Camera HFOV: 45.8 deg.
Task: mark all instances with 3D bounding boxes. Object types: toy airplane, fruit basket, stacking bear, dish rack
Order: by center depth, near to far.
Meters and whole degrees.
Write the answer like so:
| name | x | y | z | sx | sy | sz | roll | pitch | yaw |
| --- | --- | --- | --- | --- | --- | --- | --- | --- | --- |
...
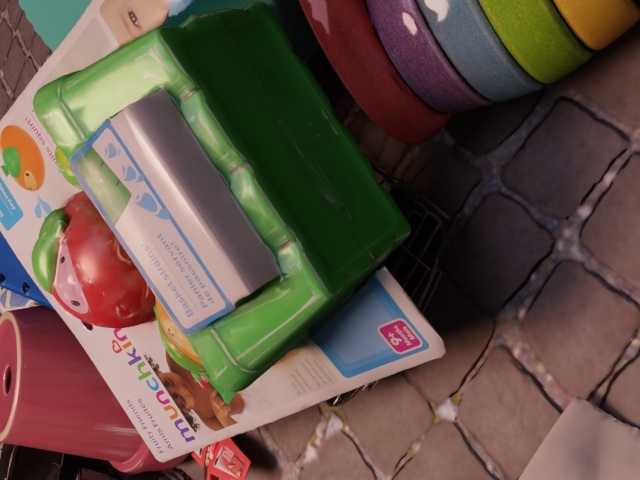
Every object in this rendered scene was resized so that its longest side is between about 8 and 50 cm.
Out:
| name | x | y | z | sx | sy | sz | roll | pitch | yaw |
| --- | --- | --- | --- | --- | --- | --- | --- | --- | --- |
| stacking bear | 0.149 | -0.192 | 0.486 | 0.289 | 0.175 | 0.164 | -25 | 78 | 32 |
| fruit basket | -0.128 | 0.008 | 0.565 | 0.353 | 0.165 | 0.327 | -30 | 94 | 36 |
| dish rack | 0.000 | 0.000 | 0.666 | 0.271 | 0.074 | 0.208 | 44 | 116 | 39 |
| toy airplane | -0.100 | 0.188 | 0.766 | 0.151 | 0.028 | 0.151 | -17 | 69 | 52 |

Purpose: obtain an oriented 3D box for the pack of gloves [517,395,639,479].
| name | x | y | z | sx | sy | sz | roll | pitch | yaw |
| --- | --- | --- | --- | --- | --- | --- | --- | --- | --- |
| pack of gloves | 0.155 | 0.186 | 0.380 | 0.195 | 0.232 | 0.046 | 26 | 143 | 39 |

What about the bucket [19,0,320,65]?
| name | x | y | z | sx | sy | sz | roll | pitch | yaw |
| --- | --- | --- | --- | --- | --- | --- | --- | --- | --- |
| bucket | -0.104 | -0.233 | 0.626 | 0.281 | 0.281 | 0.183 | -14 | 42 | 44 |

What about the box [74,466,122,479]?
| name | x | y | z | sx | sy | sz | roll | pitch | yaw |
| --- | --- | --- | --- | --- | --- | --- | --- | --- | --- |
| box | -0.258 | 0.358 | 0.790 | 0.183 | 0.056 | 0.231 | -70 | 16 | -7 |

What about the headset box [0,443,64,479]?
| name | x | y | z | sx | sy | sz | roll | pitch | yaw |
| --- | --- | --- | --- | --- | --- | --- | --- | --- | --- |
| headset box | -0.398 | 0.253 | 0.953 | 0.293 | 0.110 | 0.218 | 20 | 98 | 63 |

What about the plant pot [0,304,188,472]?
| name | x | y | z | sx | sy | sz | roll | pitch | yaw |
| --- | --- | --- | --- | --- | --- | --- | --- | --- | --- |
| plant pot | -0.241 | 0.141 | 0.792 | 0.201 | 0.180 | 0.201 | -15 | 71 | 52 |

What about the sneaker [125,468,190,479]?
| name | x | y | z | sx | sy | sz | roll | pitch | yaw |
| --- | --- | --- | --- | --- | --- | --- | --- | --- | --- |
| sneaker | -0.154 | 0.307 | 0.776 | 0.178 | 0.072 | 0.077 | 33 | 118 | 50 |

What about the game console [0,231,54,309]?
| name | x | y | z | sx | sy | sz | roll | pitch | yaw |
| --- | --- | --- | --- | --- | --- | --- | --- | --- | --- |
| game console | -0.240 | -0.059 | 0.845 | 0.293 | 0.250 | 0.173 | 10 | 115 | 46 |

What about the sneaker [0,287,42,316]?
| name | x | y | z | sx | sy | sz | roll | pitch | yaw |
| --- | --- | --- | --- | --- | --- | --- | --- | --- | --- |
| sneaker | -0.437 | 0.068 | 1.100 | 0.211 | 0.080 | 0.081 | 5 | 90 | 45 |
